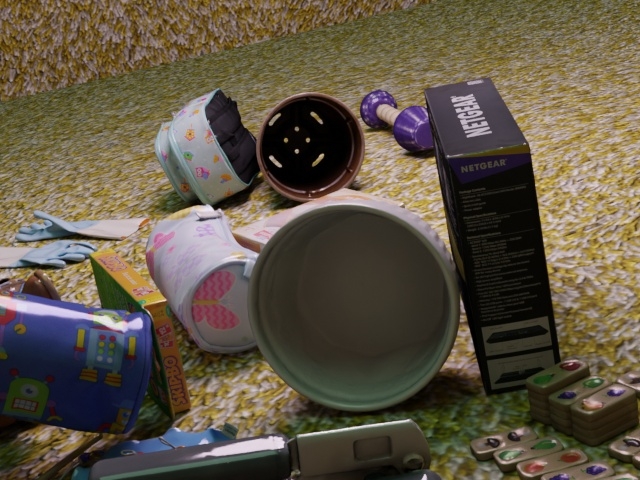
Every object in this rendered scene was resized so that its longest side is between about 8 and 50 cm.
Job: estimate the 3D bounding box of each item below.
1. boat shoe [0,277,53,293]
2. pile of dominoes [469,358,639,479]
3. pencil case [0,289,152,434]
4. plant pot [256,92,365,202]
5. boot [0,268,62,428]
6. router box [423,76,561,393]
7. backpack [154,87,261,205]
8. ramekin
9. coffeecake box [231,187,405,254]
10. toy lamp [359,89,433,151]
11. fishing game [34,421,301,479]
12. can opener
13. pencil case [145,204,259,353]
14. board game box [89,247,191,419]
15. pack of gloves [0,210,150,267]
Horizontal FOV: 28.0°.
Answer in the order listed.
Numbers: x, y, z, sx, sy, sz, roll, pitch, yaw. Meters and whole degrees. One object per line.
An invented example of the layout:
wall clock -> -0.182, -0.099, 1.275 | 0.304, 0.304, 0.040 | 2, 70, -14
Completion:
boat shoe -> -0.371, 0.072, 1.589 | 0.066, 0.066, 0.183 | 9, -9, -4
pile of dominoes -> 0.265, 0.159, 1.068 | 0.196, 0.040, 0.251 | -20, 20, -26
pencil case -> -0.316, 0.114, 1.222 | 0.306, 0.133, 0.119 | 9, 28, -14
plant pot -> -0.027, -0.150, 2.013 | 0.167, 0.167, 0.165 | -14, 10, -7
boot -> -0.339, 0.126, 1.319 | 0.152, 0.197, 0.073 | -15, 42, -32
router box -> 0.174, -0.018, 1.332 | 0.081, 0.243, 0.309 | -10, 19, 4
backpack -> -0.180, -0.141, 2.052 | 0.144, 0.166, 0.188 | -25, 15, 6
ramekin -> 0.042, 0.055, 1.270 | 0.207, 0.207, 0.109 | -6, 10, 17
coffeecake box -> 0.000, 0.000, 1.664 | 0.185, 0.068, 0.142 | -22, 22, -28
toy lamp -> 0.136, -0.201, 2.176 | 0.080, 0.080, 0.275 | -15, 16, -12
fishing game -> -0.152, 0.213, 1.166 | 0.264, 0.041, 0.189 | 4, 27, 40
can opener -> -0.043, 0.205, 1.036 | 0.283, 0.076, 0.095 | -8, 24, -5
pencil case -> -0.130, 0.042, 1.539 | 0.124, 0.113, 0.273 | -46, 22, 0
board game box -> -0.197, 0.097, 1.402 | 0.039, 0.124, 0.259 | -16, 19, -17
pack of gloves -> -0.415, -0.011, 1.992 | 0.232, 0.046, 0.195 | -2, 20, 28
